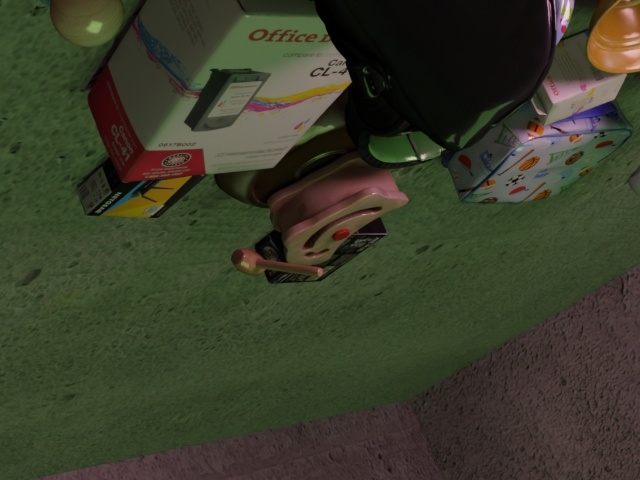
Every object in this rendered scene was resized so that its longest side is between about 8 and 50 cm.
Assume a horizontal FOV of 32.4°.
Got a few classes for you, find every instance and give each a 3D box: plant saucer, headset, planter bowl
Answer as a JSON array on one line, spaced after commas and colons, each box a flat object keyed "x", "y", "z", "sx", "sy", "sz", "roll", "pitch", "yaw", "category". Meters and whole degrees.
[{"x": -0.004, "y": -0.127, "z": 1.636, "sx": 0.310, "sy": 0.050, "sz": 0.310, "roll": -22, "pitch": 163, "yaw": -7, "category": "plant saucer"}, {"x": 0.166, "y": -0.199, "z": 1.419, "sx": 0.243, "sy": 0.185, "sz": 0.394, "roll": -20, "pitch": 155, "yaw": -12, "category": "headset"}, {"x": 0.453, "y": -0.334, "z": 1.524, "sx": 0.217, "sy": 0.090, "sz": 0.217, "roll": -14, "pitch": 153, "yaw": -8, "category": "planter bowl"}]

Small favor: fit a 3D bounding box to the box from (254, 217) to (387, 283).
[{"x": 0.000, "y": 0.000, "z": 1.940, "sx": 0.180, "sy": 0.078, "sz": 0.147, "roll": -37, "pitch": 157, "yaw": 35, "category": "box"}]

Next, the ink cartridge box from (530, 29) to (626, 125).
[{"x": 0.377, "y": -0.248, "z": 1.690, "sx": 0.143, "sy": 0.092, "sz": 0.090, "roll": -21, "pitch": 162, "yaw": -4, "category": "ink cartridge box"}]

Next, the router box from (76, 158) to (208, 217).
[{"x": -0.218, "y": -0.094, "z": 1.468, "sx": 0.179, "sy": 0.046, "sz": 0.133, "roll": -36, "pitch": 158, "yaw": 33, "category": "router box"}]

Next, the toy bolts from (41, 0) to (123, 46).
[{"x": -0.168, "y": -0.266, "z": 0.873, "sx": 0.228, "sy": 0.158, "sz": 0.218, "roll": -33, "pitch": 160, "yaw": 25, "category": "toy bolts"}]

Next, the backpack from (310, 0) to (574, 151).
[{"x": 0.084, "y": -0.265, "z": 0.951, "sx": 0.273, "sy": 0.290, "sz": 0.355, "roll": -34, "pitch": -167, "yaw": -1, "category": "backpack"}]

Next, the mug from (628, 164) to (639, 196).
[{"x": 0.655, "y": -0.206, "z": 1.797, "sx": 0.374, "sy": 0.276, "sz": 0.328, "roll": -43, "pitch": 178, "yaw": 6, "category": "mug"}]

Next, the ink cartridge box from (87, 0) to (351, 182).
[{"x": -0.087, "y": -0.200, "z": 1.205, "sx": 0.226, "sy": 0.131, "sz": 0.306, "roll": -8, "pitch": 158, "yaw": -38, "category": "ink cartridge box"}]

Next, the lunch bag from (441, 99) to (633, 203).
[{"x": 0.378, "y": -0.167, "z": 1.890, "sx": 0.303, "sy": 0.115, "sz": 0.243, "roll": -10, "pitch": 155, "yaw": -33, "category": "lunch bag"}]

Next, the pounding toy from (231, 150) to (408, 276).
[{"x": 0.011, "y": -0.005, "z": 1.668, "sx": 0.269, "sy": 0.155, "sz": 0.154, "roll": -28, "pitch": 157, "yaw": 13, "category": "pounding toy"}]
